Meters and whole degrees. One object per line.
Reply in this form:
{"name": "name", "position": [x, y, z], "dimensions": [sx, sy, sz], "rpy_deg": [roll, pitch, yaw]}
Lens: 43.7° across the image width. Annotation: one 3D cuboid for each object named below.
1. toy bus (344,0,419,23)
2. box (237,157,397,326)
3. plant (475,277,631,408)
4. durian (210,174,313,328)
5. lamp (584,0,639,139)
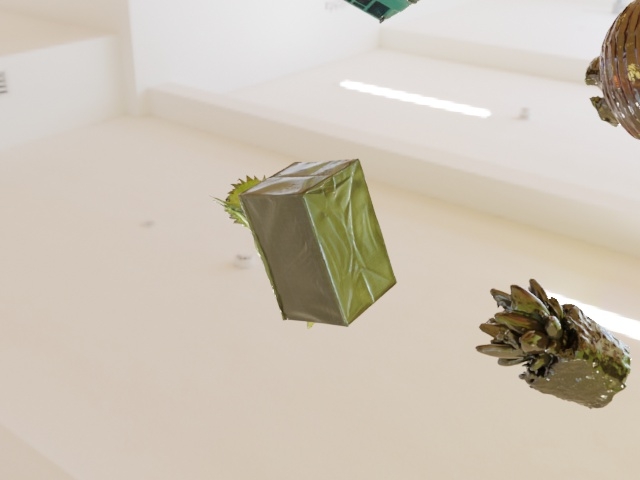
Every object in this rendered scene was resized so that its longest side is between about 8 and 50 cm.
{"name": "toy bus", "position": [0.053, -0.487, 1.350], "dimensions": [0.256, 0.128, 0.147], "rpy_deg": [25, 162, -19]}
{"name": "box", "position": [0.000, 0.000, 1.295], "dimensions": [0.148, 0.231, 0.155], "rpy_deg": [1, -154, 44]}
{"name": "plant", "position": [0.472, 0.220, 1.645], "dimensions": [0.320, 0.182, 0.194], "rpy_deg": [27, -146, -8]}
{"name": "durian", "position": [-0.070, 0.009, 1.722], "dimensions": [0.158, 0.352, 0.169], "rpy_deg": [-34, 177, 15]}
{"name": "lamp", "position": [0.519, -0.254, 1.199], "dimensions": [0.246, 0.247, 0.247], "rpy_deg": [1, -153, 0]}
